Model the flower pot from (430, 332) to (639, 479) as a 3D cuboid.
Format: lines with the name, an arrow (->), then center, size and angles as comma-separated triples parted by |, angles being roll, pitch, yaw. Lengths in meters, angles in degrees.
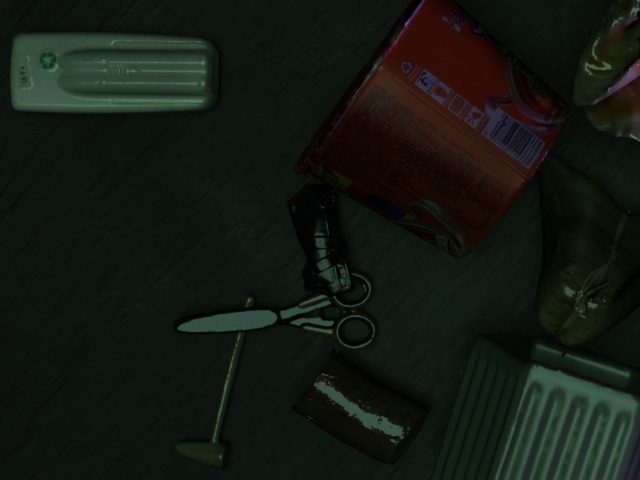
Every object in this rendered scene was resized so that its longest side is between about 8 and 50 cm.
flower pot -> 0.245, 0.212, 1.869 | 0.209, 0.239, 0.190 | 22, 98, 35

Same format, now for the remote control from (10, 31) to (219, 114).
remote control -> -0.225, -0.181, 1.996 | 0.230, 0.049, 0.090 | 1, 91, 10

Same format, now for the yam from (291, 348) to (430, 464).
yam -> 0.043, 0.181, 1.965 | 0.127, 0.084, 0.084 | 31, 98, 8

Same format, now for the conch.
conch -> 0.394, -0.219, 1.824 | 0.263, 0.186, 0.324 | 44, 96, 15

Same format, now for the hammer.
hammer -> -0.109, 0.150, 2.016 | 0.060, 0.028, 0.195 | 15, 93, 14

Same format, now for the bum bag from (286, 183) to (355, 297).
bum bag -> 0.000, 0.000, 1.972 | 0.057, 0.034, 0.124 | -14, 79, 6

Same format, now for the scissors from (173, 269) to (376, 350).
scissors -> -0.050, 0.083, 1.990 | 0.220, 0.017, 0.088 | -6, 93, 2

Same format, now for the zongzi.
zongzi -> 0.252, 0.001, 1.877 | 0.197, 0.194, 0.099 | 48, 128, 7

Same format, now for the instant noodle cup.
instant noodle cup -> 0.119, -0.114, 1.860 | 0.192, 0.250, 0.250 | 36, 98, -3
